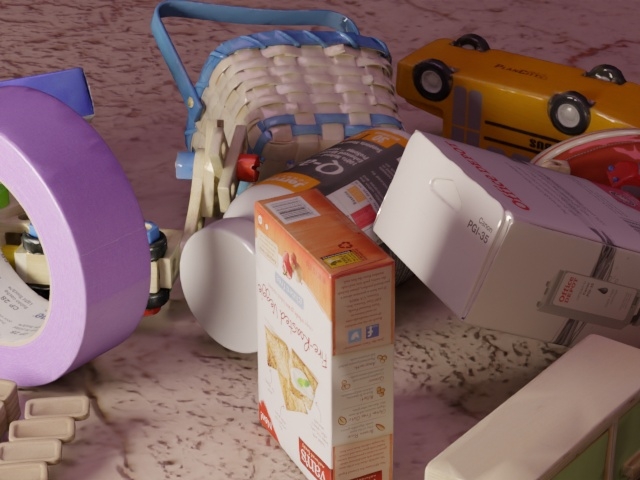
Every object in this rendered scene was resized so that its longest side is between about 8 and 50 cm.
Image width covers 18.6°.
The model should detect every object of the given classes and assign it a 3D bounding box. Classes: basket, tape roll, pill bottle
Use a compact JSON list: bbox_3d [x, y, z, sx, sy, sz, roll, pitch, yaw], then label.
[{"bbox_3d":[-0.044,-0.162,2.199,0.255,0.201,0.289,0,51,-23],"label":"basket"},{"bbox_3d":[-0.288,-0.004,1.850,0.275,0.275,0.090,21,33,34],"label":"tape roll"},{"bbox_3d":[0.000,0.000,1.969,0.162,0.162,0.278,21,33,35],"label":"pill bottle"}]

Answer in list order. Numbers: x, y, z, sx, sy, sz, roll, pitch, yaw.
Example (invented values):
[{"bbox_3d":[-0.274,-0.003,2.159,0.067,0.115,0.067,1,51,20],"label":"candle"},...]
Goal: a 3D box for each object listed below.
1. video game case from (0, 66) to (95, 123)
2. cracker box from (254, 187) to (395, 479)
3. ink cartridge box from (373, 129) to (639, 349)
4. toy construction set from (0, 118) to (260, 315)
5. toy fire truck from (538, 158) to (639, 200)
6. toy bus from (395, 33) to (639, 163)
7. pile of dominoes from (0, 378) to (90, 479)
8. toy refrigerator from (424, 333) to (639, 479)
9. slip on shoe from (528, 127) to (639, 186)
[{"bbox_3d":[-0.402,-0.100,2.124,0.269,0.061,0.244,-12,-11,-22],"label":"video game case"},{"bbox_3d":[0.002,0.092,1.710,0.067,0.232,0.156,-14,30,-22],"label":"cracker box"},{"bbox_3d":[0.220,0.010,1.884,0.283,0.117,0.207,14,19,-31],"label":"ink cartridge box"},{"bbox_3d":[-0.220,-0.021,2.029,0.327,0.151,0.215,-10,23,15],"label":"toy construction set"},{"bbox_3d":[0.250,-0.038,2.053,0.192,0.135,0.047,-34,24,15],"label":"toy fire truck"},{"bbox_3d":[0.252,-0.141,2.276,0.332,0.130,0.108,16,32,29],"label":"toy bus"},{"bbox_3d":[-0.329,0.211,1.718,0.196,0.040,0.251,8,36,14],"label":"pile of dominoes"},{"bbox_3d":[0.201,0.188,1.668,0.094,0.102,0.269,19,32,32],"label":"toy refrigerator"},{"bbox_3d":[0.380,-0.047,2.118,0.331,0.123,0.101,5,31,0],"label":"slip on shoe"}]
